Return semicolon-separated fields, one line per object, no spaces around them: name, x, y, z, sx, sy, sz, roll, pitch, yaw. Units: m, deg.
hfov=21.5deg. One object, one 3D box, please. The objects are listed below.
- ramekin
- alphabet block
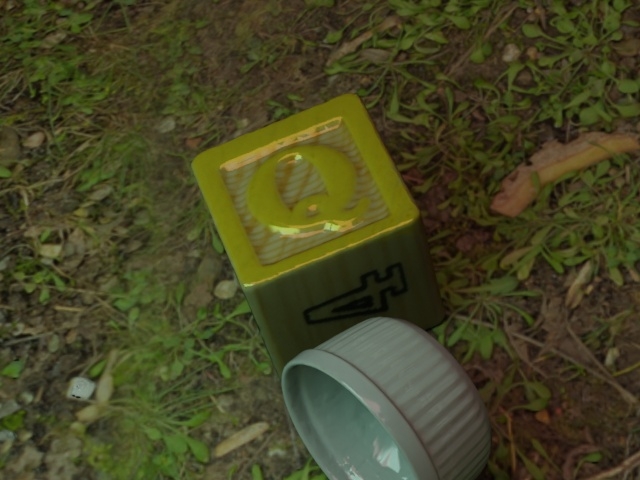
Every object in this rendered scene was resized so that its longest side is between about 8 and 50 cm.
ramekin;0.070;0.170;1.608;0.109;0.207;0.207;-35;54;-23
alphabet block;0.000;0.000;1.744;0.193;0.197;0.192;-24;53;-4
